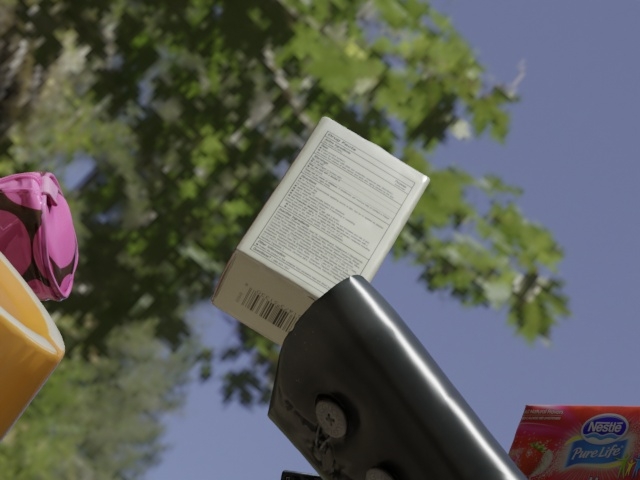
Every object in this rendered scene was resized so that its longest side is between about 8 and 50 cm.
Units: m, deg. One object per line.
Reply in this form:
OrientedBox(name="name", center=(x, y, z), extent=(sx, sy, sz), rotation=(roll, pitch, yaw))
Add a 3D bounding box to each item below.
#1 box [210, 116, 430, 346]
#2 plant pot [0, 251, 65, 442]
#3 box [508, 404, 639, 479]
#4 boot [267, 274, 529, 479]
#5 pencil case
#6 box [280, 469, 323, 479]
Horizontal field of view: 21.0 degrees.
OrientedBox(name="box", center=(0.000, 0.000, 1.977), extent=(0.149, 0.232, 0.127), rotation=(31, -36, 2))
OrientedBox(name="plant pot", center=(-0.234, 0.070, 0.833), extent=(0.205, 0.188, 0.205), rotation=(49, 0, 0))
OrientedBox(name="box", center=(0.322, 0.253, 1.808), extent=(0.123, 0.128, 0.257), rotation=(38, -27, -33))
OrientedBox(name="boot", center=(0.150, 0.198, 1.502), extent=(0.445, 0.146, 0.367), rotation=(54, -43, 25))
OrientedBox(name="pencil case", center=(-0.267, -0.010, 1.140), extent=(0.209, 0.095, 0.098), rotation=(2, -66, 3))
OrientedBox(name="box", center=(0.012, 0.416, 2.429), extent=(0.093, 0.156, 0.158), rotation=(1, -15, 36))
